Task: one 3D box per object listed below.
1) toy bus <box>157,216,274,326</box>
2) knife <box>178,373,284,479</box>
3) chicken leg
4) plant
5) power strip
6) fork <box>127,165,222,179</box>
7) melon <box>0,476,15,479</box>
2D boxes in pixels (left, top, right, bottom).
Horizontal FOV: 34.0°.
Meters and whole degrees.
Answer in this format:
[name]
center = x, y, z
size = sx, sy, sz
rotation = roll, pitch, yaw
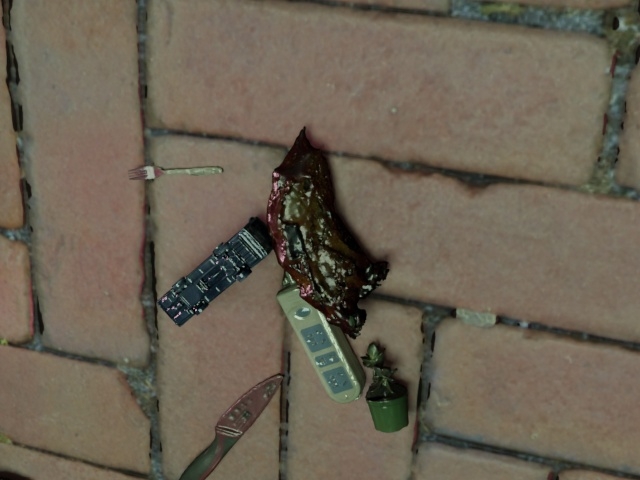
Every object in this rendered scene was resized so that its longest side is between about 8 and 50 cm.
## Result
[toy bus]
center = -0.117, 0.035, 1.199
size = 0.166, 0.065, 0.047
rotation = -38, 96, 30
[knife]
center = -0.119, 0.244, 1.320
size = 0.035, 0.018, 0.247
rotation = 40, 116, 3
[chicken leg]
center = 0.000, 0.000, 1.142
size = 0.105, 0.063, 0.234
rotation = -30, 98, -2
[plant]
center = 0.074, 0.166, 1.201
size = 0.051, 0.051, 0.102
rotation = -7, 104, 21
[power strip]
center = 0.000, 0.109, 1.210
size = 0.047, 0.030, 0.191
rotation = -21, 105, 25
[fork]
center = -0.165, -0.078, 1.198
size = 0.115, 0.012, 0.016
rotation = -3, 115, 15
[melon]
center = -0.405, 0.422, 1.444
size = 0.202, 0.139, 0.093
rotation = 28, 141, 3
